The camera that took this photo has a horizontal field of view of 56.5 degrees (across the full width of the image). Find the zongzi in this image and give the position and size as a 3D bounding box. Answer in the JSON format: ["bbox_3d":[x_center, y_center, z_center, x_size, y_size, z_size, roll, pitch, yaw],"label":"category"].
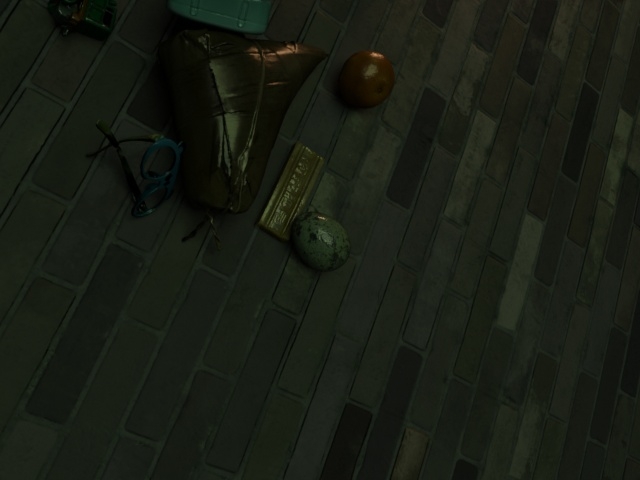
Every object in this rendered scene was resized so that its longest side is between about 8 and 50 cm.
[{"bbox_3d":[-0.117,-0.246,1.421,0.467,0.218,0.499,-8,89,-34],"label":"zongzi"}]

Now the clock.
[{"bbox_3d":[-0.235,-0.562,1.381,0.224,0.274,0.094,9,120,-16],"label":"clock"}]

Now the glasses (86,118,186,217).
[{"bbox_3d":[-0.410,-0.154,1.262,0.207,0.239,0.102,20,48,-7],"label":"glasses"}]

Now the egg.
[{"bbox_3d":[0.000,0.000,1.484,0.172,0.132,0.132,50,63,-24],"label":"egg"}]

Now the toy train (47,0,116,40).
[{"bbox_3d":[-0.514,-0.540,1.319,0.136,0.091,0.227,22,71,-35],"label":"toy train"}]

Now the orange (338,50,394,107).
[{"bbox_3d":[0.120,-0.438,1.615,0.159,0.158,0.136,-18,51,-29],"label":"orange"}]

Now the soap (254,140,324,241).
[{"bbox_3d":[-0.076,-0.124,1.519,0.092,0.037,0.251,30,70,-20],"label":"soap"}]
